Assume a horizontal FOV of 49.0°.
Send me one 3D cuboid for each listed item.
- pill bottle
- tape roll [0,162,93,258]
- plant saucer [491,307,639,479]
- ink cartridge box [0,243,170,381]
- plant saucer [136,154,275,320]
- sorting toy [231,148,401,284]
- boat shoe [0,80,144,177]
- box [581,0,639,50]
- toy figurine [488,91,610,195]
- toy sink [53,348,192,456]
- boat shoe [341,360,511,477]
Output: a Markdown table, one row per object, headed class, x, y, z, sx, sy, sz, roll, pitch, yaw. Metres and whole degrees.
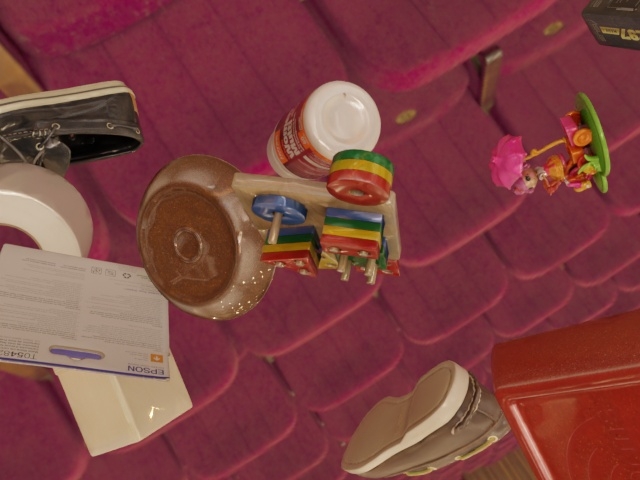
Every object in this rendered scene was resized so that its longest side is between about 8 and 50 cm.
| class | x | y | z | sx | sy | sz | roll | pitch | yaw |
| --- | --- | --- | --- | --- | --- | --- | --- | --- | --- |
| pill bottle | -0.005 | -0.161 | 1.101 | 0.121 | 0.121 | 0.221 | -23 | -177 | -23 |
| tape roll | -0.516 | 0.006 | 1.176 | 0.246 | 0.169 | 0.246 | -4 | 112 | -10 |
| plant saucer | 0.251 | 0.182 | 0.516 | 0.048 | 0.258 | 0.259 | -23 | 175 | -30 |
| ink cartridge box | -0.302 | 0.100 | 0.878 | 0.223 | 0.224 | 0.045 | 12 | 119 | -20 |
| plant saucer | -0.143 | 0.002 | 0.807 | 0.198 | 0.198 | 0.036 | -45 | 170 | 28 |
| sorting toy | 0.000 | 0.000 | 0.611 | 0.132 | 0.046 | 0.274 | 8 | 161 | 11 |
| boat shoe | -0.579 | -0.194 | 1.426 | 0.500 | 0.156 | 0.187 | -25 | 176 | -39 |
| box | 0.423 | -0.302 | 0.742 | 0.059 | 0.183 | 0.233 | 40 | 89 | -31 |
| toy figurine | 0.337 | -0.118 | 1.063 | 0.159 | 0.130 | 0.173 | -18 | 132 | 12 |
| toy sink | -0.356 | 0.229 | 1.229 | 0.131 | 0.234 | 0.153 | -23 | 180 | 25 |
| boat shoe | 0.128 | 0.260 | 0.936 | 0.324 | 0.096 | 0.116 | -52 | -169 | 51 |
